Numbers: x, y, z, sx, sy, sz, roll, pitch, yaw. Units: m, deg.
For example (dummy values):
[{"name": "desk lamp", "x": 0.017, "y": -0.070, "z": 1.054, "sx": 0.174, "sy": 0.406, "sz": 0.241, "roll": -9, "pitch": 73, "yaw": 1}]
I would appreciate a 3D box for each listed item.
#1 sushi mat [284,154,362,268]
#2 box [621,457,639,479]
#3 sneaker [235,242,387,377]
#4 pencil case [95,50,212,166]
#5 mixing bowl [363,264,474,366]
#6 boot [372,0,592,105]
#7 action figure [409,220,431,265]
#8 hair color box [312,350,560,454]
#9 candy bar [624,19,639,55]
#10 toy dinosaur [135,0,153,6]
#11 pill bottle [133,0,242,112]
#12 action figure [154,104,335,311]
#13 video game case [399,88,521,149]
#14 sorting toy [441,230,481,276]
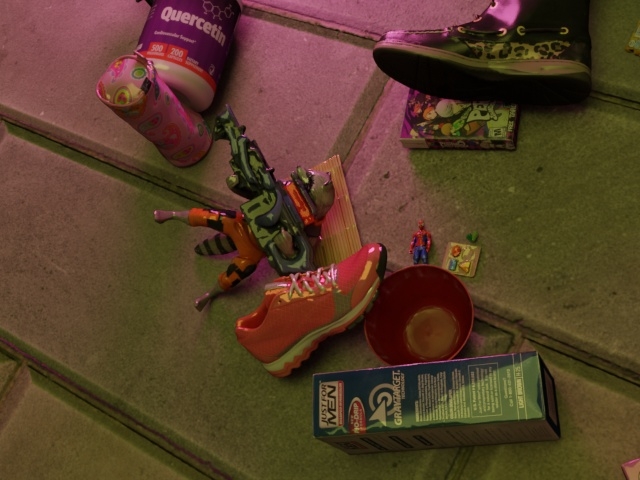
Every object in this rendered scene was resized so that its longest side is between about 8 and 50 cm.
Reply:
[{"name": "sushi mat", "x": 0.000, "y": 0.000, "z": 1.644, "sx": 0.151, "sy": 0.019, "sz": 0.316, "roll": -20, "pitch": 61, "yaw": 15}, {"name": "box", "x": 0.564, "y": 0.368, "z": 1.189, "sx": 0.243, "sy": 0.117, "sz": 0.213, "roll": -23, "pitch": 61, "yaw": 12}, {"name": "sneaker", "x": -0.022, "y": 0.102, "z": 1.482, "sx": 0.314, "sy": 0.136, "sz": 0.116, "roll": -44, "pitch": 21, "yaw": 22}, {"name": "pencil case", "x": -0.315, "y": -0.250, "z": 1.731, "sx": 0.124, "sy": 0.284, "sz": 0.124, "roll": -7, "pitch": 67, "yaw": 17}, {"name": "mixing bowl", "x": 0.172, "y": 0.139, "z": 1.464, "sx": 0.181, "sy": 0.098, "sz": 0.181, "roll": -8, "pitch": 66, "yaw": 19}, {"name": "boot", "x": 0.302, "y": -0.396, "z": 1.571, "sx": 0.377, "sy": 0.138, "sz": 0.284, "roll": 9, "pitch": 72, "yaw": 18}, {"name": "action figure", "x": 0.175, "y": 0.019, "z": 1.558, "sx": 0.038, "sy": 0.030, "sz": 0.115, "roll": -7, "pitch": 63, "yaw": 25}, {"name": "hair color box", "x": 0.177, "y": 0.255, "z": 1.368, "sx": 0.347, "sy": 0.174, "sz": 0.105, "roll": -9, "pitch": 65, "yaw": 19}, {"name": "candy bar", "x": 0.586, "y": -0.396, "z": 1.572, "sx": 0.040, "sy": 0.018, "sz": 0.161, "roll": 23, "pitch": 79, "yaw": 33}, {"name": "toy dinosaur", "x": -0.346, "y": -0.638, "z": 1.940, "sx": 0.218, "sy": 0.322, "sz": 0.164, "roll": -39, "pitch": 84, "yaw": 20}, {"name": "pill bottle", "x": -0.272, "y": -0.439, "z": 1.855, "sx": 0.182, "sy": 0.181, "sz": 0.323, "roll": 7, "pitch": 71, "yaw": 25}, {"name": "action figure", "x": -0.129, "y": -0.064, "z": 1.625, "sx": 0.330, "sy": 0.178, "sz": 0.341, "roll": -21, "pitch": 86, "yaw": 14}, {"name": "video game case", "x": 0.267, "y": -0.277, "z": 1.639, "sx": 0.210, "sy": 0.042, "sz": 0.232, "roll": 4, "pitch": 70, "yaw": 24}, {"name": "sorting toy", "x": 0.245, "y": 0.020, "z": 1.536, "sx": 0.062, "sy": 0.012, "sz": 0.083, "roll": 8, "pitch": 72, "yaw": 26}]
